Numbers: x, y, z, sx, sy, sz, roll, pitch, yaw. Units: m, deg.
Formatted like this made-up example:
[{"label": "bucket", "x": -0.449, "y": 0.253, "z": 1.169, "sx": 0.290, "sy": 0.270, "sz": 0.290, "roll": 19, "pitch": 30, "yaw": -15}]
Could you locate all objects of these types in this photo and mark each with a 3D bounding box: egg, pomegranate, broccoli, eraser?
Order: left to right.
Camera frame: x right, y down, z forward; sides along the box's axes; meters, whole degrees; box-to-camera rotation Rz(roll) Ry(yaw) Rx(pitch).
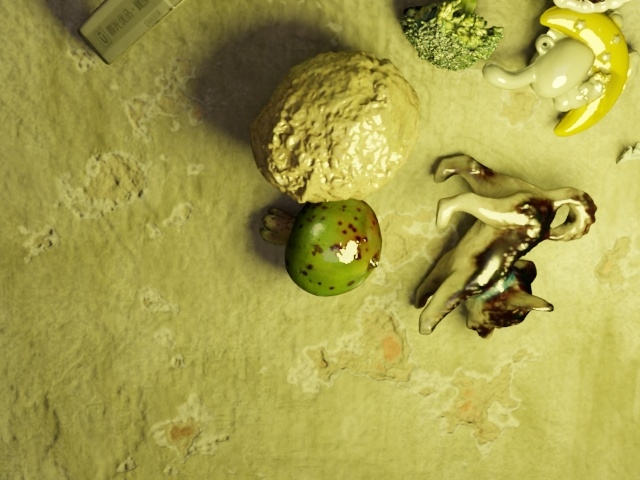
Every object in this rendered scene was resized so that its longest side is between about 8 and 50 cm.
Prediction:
[{"label": "eraser", "x": -0.312, "y": -0.383, "z": 1.477, "sx": 0.089, "sy": 0.061, "sz": 0.352, "roll": 48, "pitch": 143, "yaw": -16}, {"label": "pomegranate", "x": 0.000, "y": 0.000, "z": 1.664, "sx": 0.247, "sy": 0.202, "sz": 0.202, "roll": 22, "pitch": 109, "yaw": 21}, {"label": "egg", "x": 0.031, "y": -0.194, "z": 1.548, "sx": 0.310, "sy": 0.279, "sz": 0.279, "roll": -40, "pitch": 106, "yaw": -11}, {"label": "broccoli", "x": 0.234, "y": -0.383, "z": 1.572, "sx": 0.154, "sy": 0.167, "sz": 0.160, "roll": 25, "pitch": 78, "yaw": -41}]

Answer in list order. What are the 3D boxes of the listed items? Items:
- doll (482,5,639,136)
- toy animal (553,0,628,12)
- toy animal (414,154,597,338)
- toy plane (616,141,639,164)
[{"label": "doll", "x": 0.448, "y": -0.313, "z": 1.599, "sx": 0.252, "sy": 0.111, "sz": 0.237, "roll": -43, "pitch": 119, "yaw": 11}, {"label": "toy animal", "x": 0.462, "y": -0.490, "z": 1.498, "sx": 0.208, "sy": 0.204, "sz": 0.156, "roll": -7, "pitch": 129, "yaw": 15}, {"label": "toy animal", "x": 0.346, "y": 0.037, "z": 1.668, "sx": 0.302, "sy": 0.194, "sz": 0.345, "roll": 7, "pitch": 114, "yaw": 3}, {"label": "toy plane", "x": 0.707, "y": -0.121, "z": 1.694, "sx": 0.273, "sy": 0.107, "sz": 0.182, "roll": 18, "pitch": 152, "yaw": 19}]
